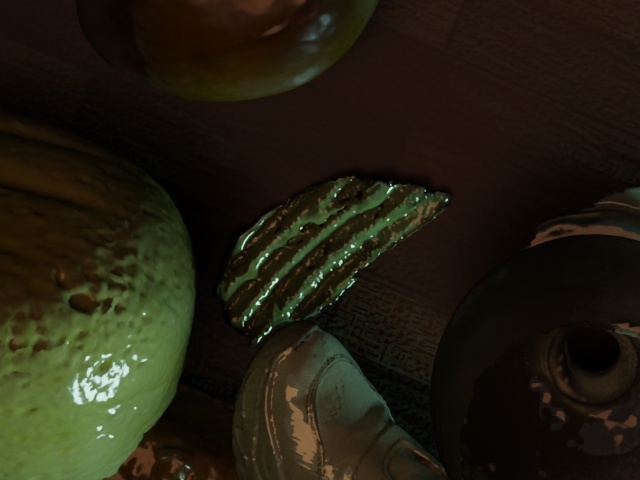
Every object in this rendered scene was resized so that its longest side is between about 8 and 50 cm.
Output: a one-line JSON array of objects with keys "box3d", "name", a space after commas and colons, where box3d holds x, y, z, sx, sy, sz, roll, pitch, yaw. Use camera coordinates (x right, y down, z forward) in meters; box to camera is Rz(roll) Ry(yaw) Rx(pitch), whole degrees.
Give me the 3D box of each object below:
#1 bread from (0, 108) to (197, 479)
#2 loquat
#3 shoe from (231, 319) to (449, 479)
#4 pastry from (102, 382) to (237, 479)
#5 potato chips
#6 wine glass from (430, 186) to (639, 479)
[{"box3d": [-0.250, 0.036, 1.359, 0.320, 0.320, 0.237, 16, 143, 5], "name": "bread"}, {"box3d": [-0.068, -0.191, 1.354, 0.227, 0.179, 0.179, -13, 100, 14], "name": "loquat"}, {"box3d": [0.073, 0.211, 1.385, 0.210, 0.132, 0.342, -7, 110, 36], "name": "shoe"}, {"box3d": [-0.152, 0.255, 1.487, 0.329, 0.136, 0.330, 1, 103, 7], "name": "pastry"}, {"box3d": [0.000, 0.000, 1.460, 0.207, 0.028, 0.092, -37, 96, 17], "name": "potato chips"}, {"box3d": [0.197, 0.097, 1.301, 0.238, 0.323, 0.238, 2, 105, 7], "name": "wine glass"}]
